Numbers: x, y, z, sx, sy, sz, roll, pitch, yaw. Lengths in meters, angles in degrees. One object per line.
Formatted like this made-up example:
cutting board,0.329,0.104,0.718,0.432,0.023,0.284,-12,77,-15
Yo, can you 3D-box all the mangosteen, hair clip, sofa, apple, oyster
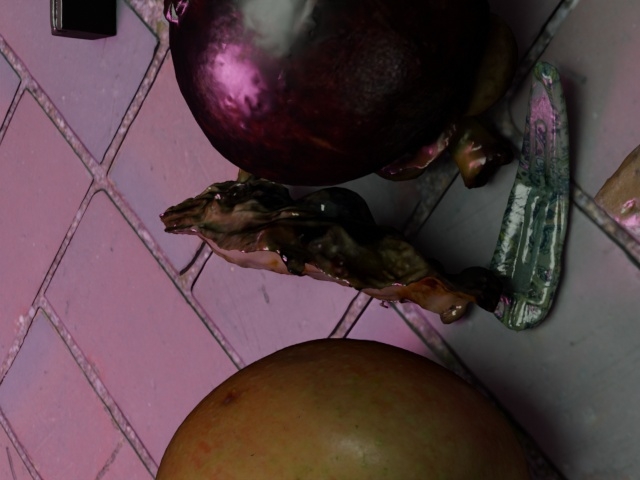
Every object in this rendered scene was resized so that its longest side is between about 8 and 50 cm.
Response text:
mangosteen,0.018,-0.183,0.900,0.297,0.293,0.297,179,90,-83
hair clip,0.179,-0.035,0.907,0.066,0.036,0.229,22,114,45
sofa,-0.290,-0.313,1.277,0.060,0.085,0.147,4,95,38
apple,0.010,0.229,0.894,0.277,0.319,0.319,29,111,34
oyster,-0.004,0.000,0.998,0.361,0.221,0.096,15,80,58

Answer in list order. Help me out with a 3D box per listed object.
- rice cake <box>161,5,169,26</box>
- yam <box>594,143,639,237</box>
rice cake,-0.092,-0.319,1.128,0.127,0.043,0.237,31,113,35
yam,0.288,-0.064,0.763,0.194,0.107,0.107,-50,61,32
